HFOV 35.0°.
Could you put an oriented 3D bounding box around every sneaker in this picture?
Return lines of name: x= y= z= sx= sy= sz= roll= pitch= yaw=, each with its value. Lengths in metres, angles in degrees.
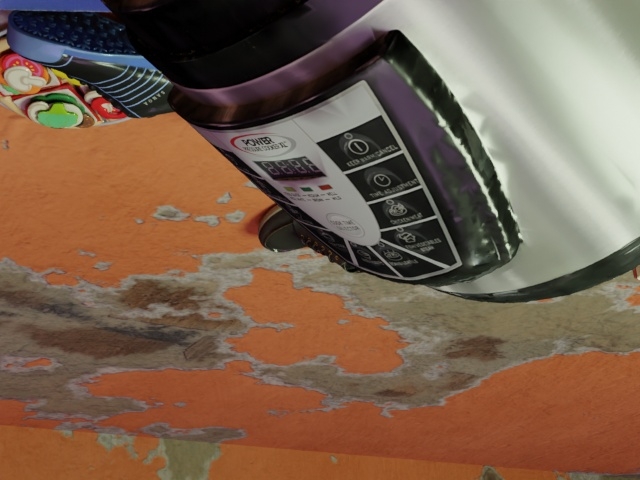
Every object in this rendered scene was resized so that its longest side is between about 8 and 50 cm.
sneaker: x=-0.205 y=-0.169 z=1.021 sx=0.232 sy=0.081 sz=0.090 roll=6 pitch=131 yaw=-31
sneaker: x=0.000 y=0.000 z=1.402 sx=0.222 sy=0.118 sz=0.083 roll=-22 pitch=149 yaw=35

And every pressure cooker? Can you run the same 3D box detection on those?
pressure cooker: x=0.059 y=-0.201 z=0.659 sx=0.370 sy=0.375 sz=0.420 roll=-40 pitch=125 yaw=15

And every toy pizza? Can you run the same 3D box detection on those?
toy pizza: x=-0.273 y=-0.171 z=1.108 sx=0.201 sy=0.032 sz=0.201 roll=-2 pitch=155 yaw=-1

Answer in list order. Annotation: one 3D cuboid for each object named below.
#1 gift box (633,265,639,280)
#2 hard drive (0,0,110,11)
gift box: x=0.488 y=-0.042 z=1.196 sx=0.255 sy=0.276 sz=0.258 roll=24 pitch=146 yaw=-36
hard drive: x=-0.194 y=-0.301 z=0.826 sx=0.210 sy=0.040 sz=0.318 roll=0 pitch=155 yaw=-6
